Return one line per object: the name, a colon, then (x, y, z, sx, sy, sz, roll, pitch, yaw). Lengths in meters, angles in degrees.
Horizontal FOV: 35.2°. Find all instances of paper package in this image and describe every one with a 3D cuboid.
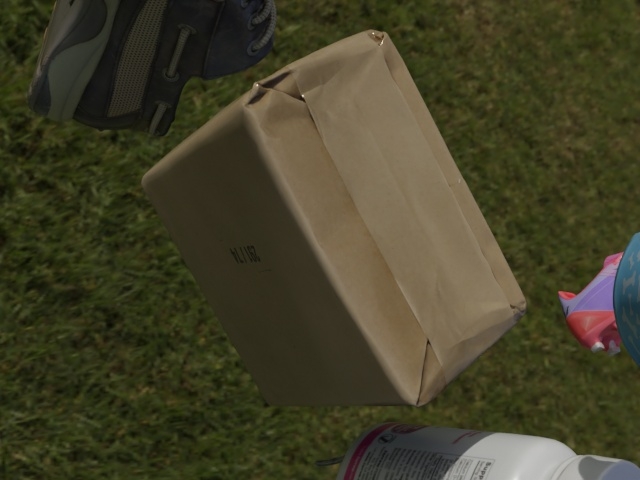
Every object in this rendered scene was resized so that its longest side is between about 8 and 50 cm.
paper package: (0.000, 0.000, 0.990, 0.168, 0.325, 0.309, -31, 96, -27)

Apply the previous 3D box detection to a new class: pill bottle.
pill bottle: (0.163, 0.266, 0.976, 0.160, 0.283, 0.160, 3, 85, -46)

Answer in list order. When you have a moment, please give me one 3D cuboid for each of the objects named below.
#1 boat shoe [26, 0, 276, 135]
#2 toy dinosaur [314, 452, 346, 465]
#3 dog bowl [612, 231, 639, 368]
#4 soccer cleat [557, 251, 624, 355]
boat shoe: (-0.089, -0.180, 0.672, 0.130, 0.355, 0.132, 19, 63, -22)
toy dinosaur: (0.132, 0.310, 1.313, 0.118, 0.268, 0.064, 15, 84, -49)
dog bowl: (0.322, -0.018, 0.696, 0.297, 0.166, 0.074, -64, 169, 4)
soccer cleat: (0.371, 0.029, 1.112, 0.083, 0.248, 0.095, 14, 40, -47)
